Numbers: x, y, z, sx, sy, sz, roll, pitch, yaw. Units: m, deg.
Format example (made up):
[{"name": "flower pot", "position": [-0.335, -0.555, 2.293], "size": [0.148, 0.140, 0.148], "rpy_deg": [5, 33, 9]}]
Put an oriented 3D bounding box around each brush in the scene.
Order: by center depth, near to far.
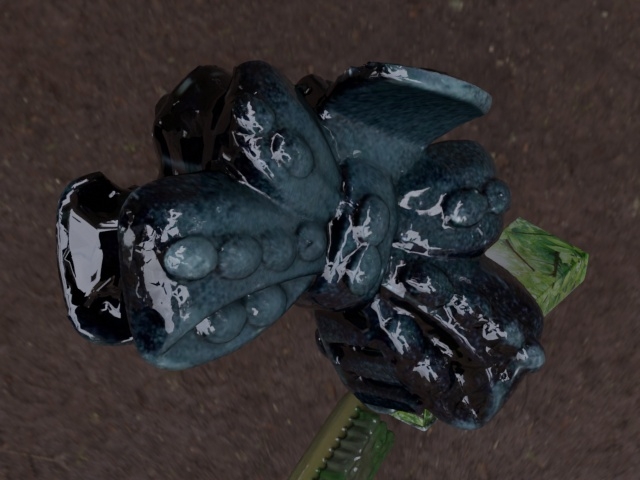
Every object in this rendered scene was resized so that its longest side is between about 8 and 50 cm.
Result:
[{"name": "brush", "position": [-0.028, 0.240, 0.957], "size": [0.048, 0.054, 0.282], "rpy_deg": [15, 63, 43]}]

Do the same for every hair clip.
[{"name": "hair clip", "position": [-0.001, -0.006, 0.795], "size": [0.310, 0.194, 0.206], "rpy_deg": [18, 84, -35]}]

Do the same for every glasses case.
[{"name": "glasses case", "position": [0.158, 0.082, 1.311], "size": [0.095, 0.062, 0.272], "rpy_deg": [32, 52, 30]}]
